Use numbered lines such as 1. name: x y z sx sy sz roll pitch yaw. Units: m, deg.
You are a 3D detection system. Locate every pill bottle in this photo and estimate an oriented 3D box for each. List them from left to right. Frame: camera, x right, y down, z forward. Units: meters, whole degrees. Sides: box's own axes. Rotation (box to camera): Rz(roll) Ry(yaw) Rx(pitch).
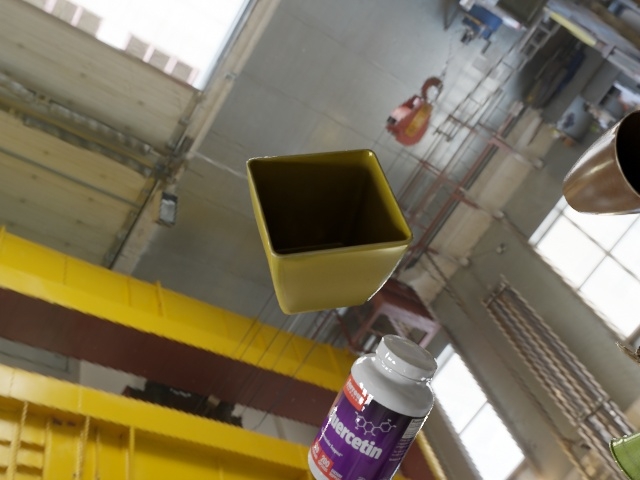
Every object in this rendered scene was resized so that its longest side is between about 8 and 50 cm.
1. pill bottle: 0.113 0.362 1.449 0.181 0.323 0.181 23 -165 -7

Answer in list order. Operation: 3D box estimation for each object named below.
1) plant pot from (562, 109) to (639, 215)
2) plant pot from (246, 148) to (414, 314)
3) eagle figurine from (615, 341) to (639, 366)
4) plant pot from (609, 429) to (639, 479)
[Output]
1. plant pot: 0.649 -0.139 1.545 0.215 0.215 0.230 30 157 -11
2. plant pot: 0.000 0.000 1.125 0.212 0.187 0.212 -6 -132 -15
3. eagle figurine: 1.011 0.291 1.926 0.226 0.298 0.225 30 -148 -13
4. plant pot: 0.471 0.298 1.001 0.083 0.079 0.083 30 -150 -19
